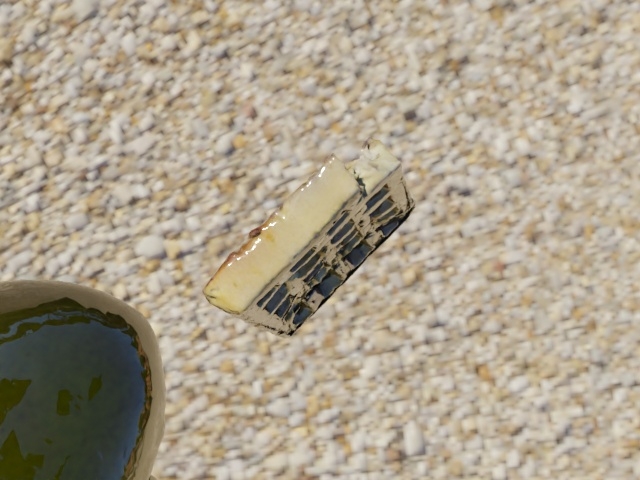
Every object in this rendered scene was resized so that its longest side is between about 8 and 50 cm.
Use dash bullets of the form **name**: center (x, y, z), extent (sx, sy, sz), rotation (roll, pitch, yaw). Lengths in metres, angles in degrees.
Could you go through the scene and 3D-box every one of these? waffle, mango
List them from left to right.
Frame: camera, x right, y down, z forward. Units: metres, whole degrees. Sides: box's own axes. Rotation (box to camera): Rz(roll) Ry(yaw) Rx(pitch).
- **mango**: center (-0.267, 0.213, 1.050), extent (0.301, 0.220, 0.445), rotation (39, 80, 9)
- **waffle**: center (0.000, 0.000, 0.633), extent (0.092, 0.135, 0.021), rotation (-45, 80, -1)
